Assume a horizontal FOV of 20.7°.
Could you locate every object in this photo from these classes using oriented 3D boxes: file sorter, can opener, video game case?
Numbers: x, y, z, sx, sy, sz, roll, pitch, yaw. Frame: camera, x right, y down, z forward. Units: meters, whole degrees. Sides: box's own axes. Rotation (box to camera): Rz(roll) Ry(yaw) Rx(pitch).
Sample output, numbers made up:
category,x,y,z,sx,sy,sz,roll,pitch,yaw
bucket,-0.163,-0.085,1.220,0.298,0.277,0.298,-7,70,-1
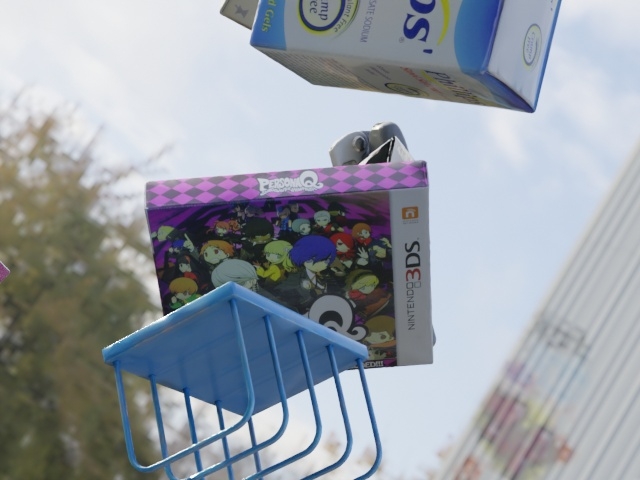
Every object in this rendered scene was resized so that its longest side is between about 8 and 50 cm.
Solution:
category,x,y,z,sx,sy,sz,roll,pitch,yaw
file sorter,-0.050,0.121,1.252,0.118,0.104,0.170,-28,-32,25
can opener,0.076,0.003,2.039,0.093,0.074,0.280,6,-69,61
video game case,-0.021,0.030,1.474,0.232,0.042,0.210,-4,-48,0

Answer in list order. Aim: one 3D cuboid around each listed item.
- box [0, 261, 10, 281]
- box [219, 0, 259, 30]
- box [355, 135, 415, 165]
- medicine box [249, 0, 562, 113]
category,x,y,z,sx,sy,sz,roll,pitch,yaw
box,-0.449,0.014,1.584,0.243,0.213,0.117,39,-11,25
box,-0.049,-0.418,2.484,0.121,0.311,0.148,27,-57,-15
box,0.000,0.000,1.764,0.051,0.220,0.175,50,18,-12
medicine box,0.105,-0.292,1.848,0.289,0.263,0.149,10,-7,32
